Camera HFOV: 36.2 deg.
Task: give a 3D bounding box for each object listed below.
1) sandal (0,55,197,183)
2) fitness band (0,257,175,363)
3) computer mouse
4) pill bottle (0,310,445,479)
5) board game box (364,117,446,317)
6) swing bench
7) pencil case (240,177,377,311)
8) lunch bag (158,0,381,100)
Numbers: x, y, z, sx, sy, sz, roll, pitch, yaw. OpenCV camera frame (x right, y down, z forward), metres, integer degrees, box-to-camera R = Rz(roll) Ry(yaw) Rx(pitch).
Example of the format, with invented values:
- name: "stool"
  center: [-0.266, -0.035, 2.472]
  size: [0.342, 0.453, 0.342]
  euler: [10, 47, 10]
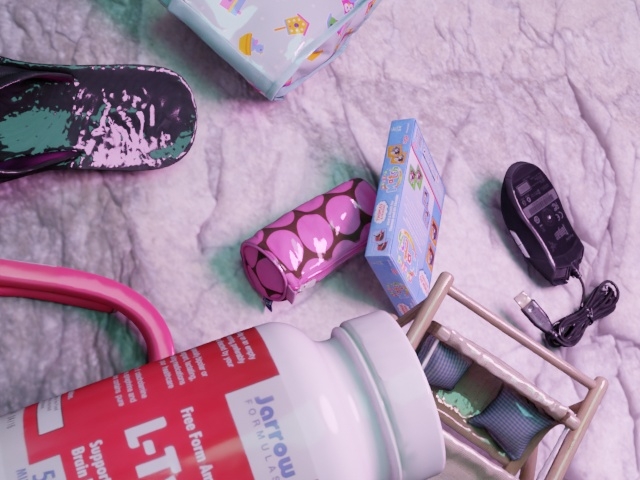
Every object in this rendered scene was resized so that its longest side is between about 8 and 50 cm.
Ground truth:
- name: "sandal"
  center: [-0.341, -0.137, 1.109]
  size: [0.445, 0.107, 0.168]
  euler: [-12, 101, -29]
- name: "fitness band"
  center: [-0.303, 0.132, 1.064]
  size: [0.290, 0.054, 0.209]
  euler: [11, 64, -18]
- name: "computer mouse"
  center: [0.305, 0.028, 1.390]
  size: [0.184, 0.060, 0.262]
  euler: [-38, 96, -38]
- name: "pill bottle"
  center: [-0.099, 0.215, 0.938]
  size: [0.407, 0.229, 0.229]
  euler: [-19, 74, -11]
- name: "board game box"
  center: [0.115, -0.027, 1.279]
  size: [0.039, 0.160, 0.212]
  euler: [-3, 56, 23]
- name: "swing bench"
  center: [0.167, 0.224, 1.162]
  size: [0.253, 0.165, 0.255]
  euler: [33, 57, -7]
- name: "pencil case"
  center: [0.000, 0.000, 1.243]
  size: [0.098, 0.095, 0.209]
  euler: [32, 51, 31]
- name: "lunch bag"
  center: [-0.075, -0.317, 1.327]
  size: [0.223, 0.160, 0.262]
  euler: [43, 50, -1]
